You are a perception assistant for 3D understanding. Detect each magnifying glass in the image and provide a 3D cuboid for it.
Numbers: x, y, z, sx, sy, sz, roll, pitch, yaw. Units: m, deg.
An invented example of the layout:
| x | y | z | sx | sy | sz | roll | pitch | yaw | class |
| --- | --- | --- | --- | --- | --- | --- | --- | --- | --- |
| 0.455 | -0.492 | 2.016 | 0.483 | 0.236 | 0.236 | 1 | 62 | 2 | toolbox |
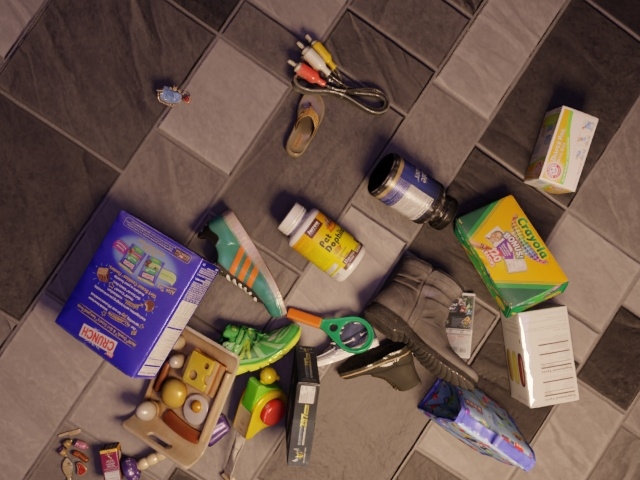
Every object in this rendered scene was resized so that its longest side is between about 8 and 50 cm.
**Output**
| x | y | z | sx | sy | sz | roll | pitch | yaw | class |
| --- | --- | --- | --- | --- | --- | --- | --- | --- | --- |
| 0.025 | 0.220 | 1.828 | 0.230 | 0.026 | 0.092 | 18 | 70 | 11 | magnifying glass |

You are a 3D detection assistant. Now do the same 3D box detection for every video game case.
| x | y | z | sx | sy | sz | roll | pitch | yaw | class |
| --- | --- | --- | --- | --- | --- | --- | --- | --- | --- |
| 0.309 | 0.218 | 1.898 | 0.190 | 0.022 | 0.173 | 5 | 90 | -5 | video game case |

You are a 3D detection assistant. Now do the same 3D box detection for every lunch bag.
| x | y | z | sx | sy | sz | roll | pitch | yaw | class |
| --- | --- | --- | --- | --- | --- | --- | --- | --- | --- |
| 0.397 | 0.455 | 1.772 | 0.221 | 0.293 | 0.138 | 36 | 87 | -5 | lunch bag |

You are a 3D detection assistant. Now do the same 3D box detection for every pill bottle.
| x | y | z | sx | sy | sz | roll | pitch | yaw | class |
| --- | --- | --- | --- | --- | --- | --- | --- | --- | --- |
| 0.000 | 0.000 | 1.813 | 0.215 | 0.117 | 0.117 | 37 | 87 | -5 | pill bottle |
| 0.238 | -0.118 | 1.828 | 0.219 | 0.123 | 0.123 | 30 | 87 | -19 | pill bottle |

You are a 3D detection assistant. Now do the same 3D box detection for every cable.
| x | y | z | sx | sy | sz | roll | pitch | yaw | class |
| --- | --- | --- | --- | --- | --- | --- | --- | --- | --- |
| 0.044 | -0.397 | 1.829 | 0.287 | 0.072 | 0.140 | 33 | 69 | -3 | cable |

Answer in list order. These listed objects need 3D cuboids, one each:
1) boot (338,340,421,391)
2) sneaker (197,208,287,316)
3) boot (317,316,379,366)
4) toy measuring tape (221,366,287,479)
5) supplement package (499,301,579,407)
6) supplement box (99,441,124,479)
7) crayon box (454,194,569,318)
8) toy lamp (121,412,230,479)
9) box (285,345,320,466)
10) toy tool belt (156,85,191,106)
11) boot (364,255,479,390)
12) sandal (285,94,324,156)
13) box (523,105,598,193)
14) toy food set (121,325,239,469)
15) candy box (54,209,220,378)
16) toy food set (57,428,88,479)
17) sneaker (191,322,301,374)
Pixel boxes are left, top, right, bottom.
| x | y | z | sx | sy | sz | roll | pitch | yaw | class |
| --- | --- | --- | --- | --- | --- | --- | --- | --- | --- |
| 0.157 | 0.353 | 1.863 | 0.197 | 0.077 | 0.137 | -21 | 111 | 9 | boot |
| -0.197 | 0.076 | 1.803 | 0.121 | 0.108 | 0.302 | -31 | 86 | -4 | sneaker |
| 0.051 | 0.261 | 1.854 | 0.189 | 0.069 | 0.086 | -19 | 83 | -12 | boot |
| -0.160 | 0.467 | 1.819 | 0.121 | 0.121 | 0.330 | 15 | 105 | -6 | toy measuring tape |
| 0.567 | 0.293 | 1.866 | 0.133 | 0.139 | 0.244 | -8 | 90 | -6 | supplement package |
| -0.520 | 0.555 | 1.793 | 0.043 | 0.055 | 0.083 | -9 | 92 | -6 | supplement box |
| 0.479 | 0.038 | 1.824 | 0.165 | 0.081 | 0.279 | -24 | 63 | -6 | crayon box |
| -0.359 | 0.515 | 1.801 | 0.274 | 0.080 | 0.080 | -24 | 93 | -3 | toy lamp |
| -0.046 | 0.400 | 1.749 | 0.059 | 0.183 | 0.233 | 6 | 110 | -6 | box |
| -0.368 | -0.363 | 1.802 | 0.083 | 0.051 | 0.052 | 12 | 89 | -7 | toy tool belt |
| 0.297 | 0.194 | 1.788 | 0.338 | 0.118 | 0.223 | 39 | 71 | 13 | boot |
| -0.038 | -0.300 | 1.839 | 0.072 | 0.049 | 0.180 | 23 | 84 | -6 | sandal |
| 0.628 | -0.234 | 1.881 | 0.103 | 0.114 | 0.203 | 18 | 90 | -6 | box |
| -0.344 | 0.360 | 1.733 | 0.219 | 0.092 | 0.306 | 25 | 96 | 24 | toy food set |
| -0.437 | 0.130 | 1.717 | 0.268 | 0.122 | 0.317 | 29 | 85 | 21 | candy box |
| -0.617 | 0.540 | 1.800 | 0.077 | 0.019 | 0.122 | -15 | 92 | -6 | toy food set |
| -0.189 | 0.262 | 1.799 | 0.295 | 0.109 | 0.124 | -19 | 96 | -5 | sneaker |
